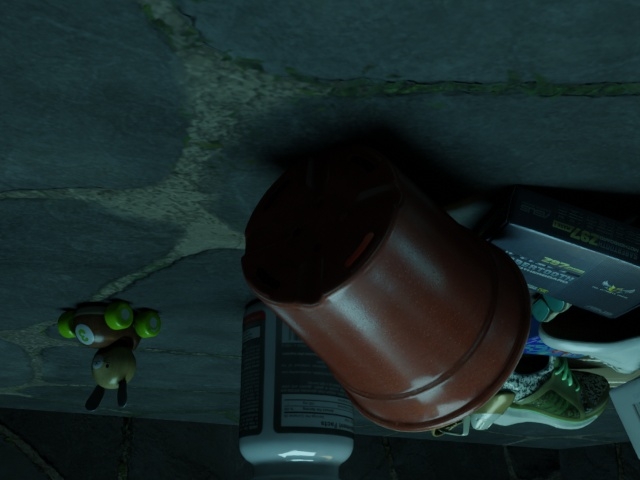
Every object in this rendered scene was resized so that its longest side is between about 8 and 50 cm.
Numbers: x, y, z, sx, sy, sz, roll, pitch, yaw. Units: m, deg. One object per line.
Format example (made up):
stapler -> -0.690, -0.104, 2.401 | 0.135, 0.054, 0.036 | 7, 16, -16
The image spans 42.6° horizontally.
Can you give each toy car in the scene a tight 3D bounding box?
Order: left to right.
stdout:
toy car -> -0.404, 0.225, 1.550 | 0.155, 0.188, 0.149 | -12, 157, 30

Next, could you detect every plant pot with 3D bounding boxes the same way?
plant pot -> 0.064, 0.044, 0.947 | 0.272, 0.272, 0.265 | -13, 142, 33

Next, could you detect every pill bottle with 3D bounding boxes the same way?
pill bottle -> -0.044, 0.301, 1.503 | 0.210, 0.363, 0.210 | 1, 160, 0

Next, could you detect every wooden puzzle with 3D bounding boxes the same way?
wooden puzzle -> 0.682, 0.311, 2.012 | 0.221, 0.044, 0.239 | -1, 156, 4

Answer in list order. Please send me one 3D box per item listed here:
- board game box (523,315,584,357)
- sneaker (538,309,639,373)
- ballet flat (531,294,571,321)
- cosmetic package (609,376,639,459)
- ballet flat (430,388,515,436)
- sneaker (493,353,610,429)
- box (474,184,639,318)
board game box -> 0.491, 0.197, 1.677 | 0.210, 0.047, 0.160 | 7, 159, -21
sneaker -> 0.545, 0.207, 1.558 | 0.290, 0.106, 0.123 | 3, 124, -9
ballet flat -> 0.409, 0.098, 1.419 | 0.052, 0.057, 0.168 | -26, 166, -9
cosmetic package -> 0.792, 0.283, 1.589 | 0.385, 0.156, 0.217 | -15, 164, -16
ballet flat -> 0.298, 0.344, 1.612 | 0.080, 0.073, 0.232 | 10, 157, -30
sneaker -> 0.507, 0.305, 1.816 | 0.410, 0.158, 0.182 | 4, 122, -30
box -> 0.327, 0.021, 1.083 | 0.232, 0.059, 0.183 | 19, 158, -1
